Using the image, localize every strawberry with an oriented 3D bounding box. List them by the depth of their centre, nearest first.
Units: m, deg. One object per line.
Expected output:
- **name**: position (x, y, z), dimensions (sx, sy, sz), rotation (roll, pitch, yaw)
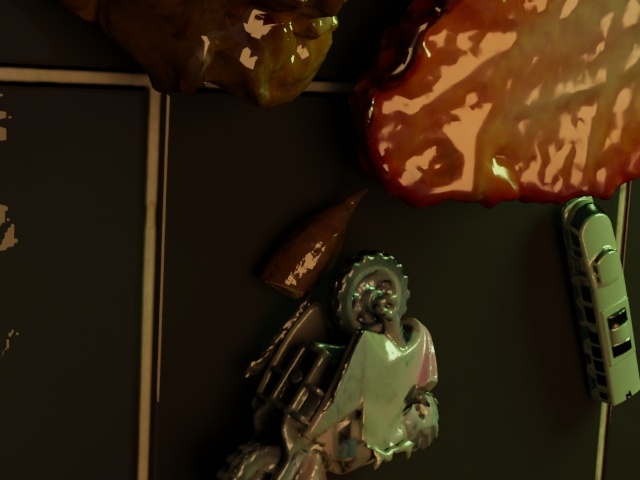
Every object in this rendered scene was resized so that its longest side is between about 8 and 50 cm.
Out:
- **strawberry**: position (0.160, -0.158, 1.019), dimensions (0.336, 0.149, 0.265), rotation (-28, 119, -15)

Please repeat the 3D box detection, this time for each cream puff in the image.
- **cream puff**: position (-0.072, -0.211, 0.825), dimensions (0.241, 0.155, 0.269), rotation (-21, 114, 18)

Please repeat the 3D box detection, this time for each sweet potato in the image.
- **sweet potato**: position (0.000, 0.000, 0.989), dimensions (0.117, 0.049, 0.049), rotation (-49, 120, -12)

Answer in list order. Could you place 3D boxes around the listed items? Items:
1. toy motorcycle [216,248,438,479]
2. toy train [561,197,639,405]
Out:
- **toy motorcycle**: position (0.030, 0.148, 0.997), dimensions (0.239, 0.108, 0.204), rotation (-48, 134, 0)
- **toy train**: position (0.266, 0.057, 1.172), dimensions (0.043, 0.047, 0.207), rotation (-26, 113, -28)
